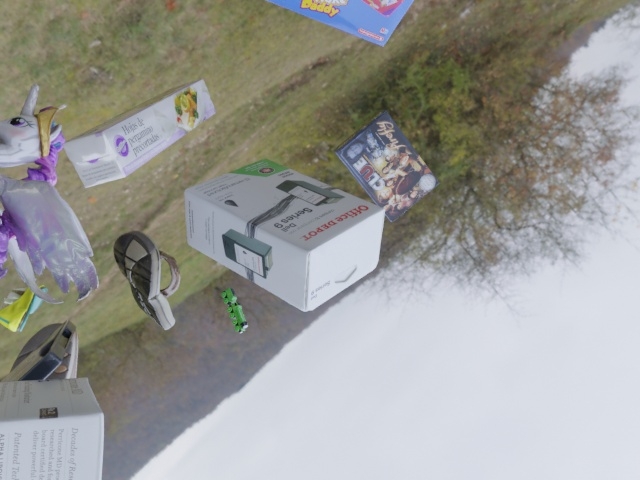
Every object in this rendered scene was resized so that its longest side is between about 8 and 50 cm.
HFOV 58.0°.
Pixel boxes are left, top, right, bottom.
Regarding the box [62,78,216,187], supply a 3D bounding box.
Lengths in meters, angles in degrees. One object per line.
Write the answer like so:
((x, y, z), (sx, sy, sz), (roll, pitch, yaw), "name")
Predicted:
((-0.245, -0.168, 0.843), (0.067, 0.063, 0.324), (-12, -157, 19), "box")

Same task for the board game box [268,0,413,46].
((0.002, -0.456, 0.855), (0.233, 0.348, 0.078), (-49, -144, 46), "board game box")

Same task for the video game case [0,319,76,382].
((-0.445, 0.211, 0.834), (0.196, 0.026, 0.274), (-45, -165, -13), "video game case")

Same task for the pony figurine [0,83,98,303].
((-0.506, -0.046, 0.842), (0.364, 0.350, 0.303), (-21, -175, -43), "pony figurine")

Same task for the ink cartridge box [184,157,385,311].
((-0.063, -0.023, 1.014), (0.211, 0.289, 0.121), (-30, 136, -43), "ink cartridge box")

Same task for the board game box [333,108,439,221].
((0.172, -0.189, 1.489), (0.165, 0.243, 0.042), (-40, -161, 3), "board game box")

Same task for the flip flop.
((-0.288, 0.066, 1.017), (0.080, 0.112, 0.277), (-38, 154, -25), "flip flop")

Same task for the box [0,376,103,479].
((-0.301, 0.251, 0.602), (0.119, 0.181, 0.181), (4, 177, -27), "box")

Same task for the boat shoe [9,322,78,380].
((-0.558, 0.329, 1.166), (0.116, 0.123, 0.324), (77, 24, -75), "boat shoe")

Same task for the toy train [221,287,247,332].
((-0.145, 0.118, 0.981), (0.024, 0.083, 0.017), (-32, 155, 11), "toy train")

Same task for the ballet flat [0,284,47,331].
((-0.756, 0.158, 1.456), (0.077, 0.077, 0.231), (-64, -163, 10), "ballet flat")
